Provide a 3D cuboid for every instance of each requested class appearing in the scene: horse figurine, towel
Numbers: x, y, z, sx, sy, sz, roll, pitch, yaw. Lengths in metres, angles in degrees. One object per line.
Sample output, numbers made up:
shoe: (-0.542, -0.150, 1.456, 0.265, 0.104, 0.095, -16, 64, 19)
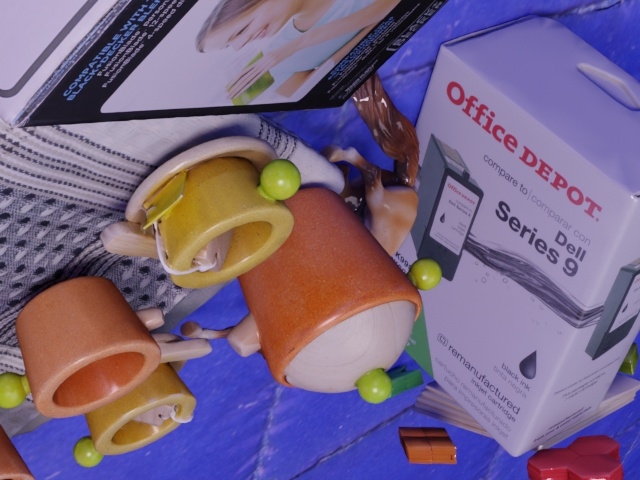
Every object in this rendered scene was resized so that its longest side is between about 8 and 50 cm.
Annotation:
horse figurine: (0.000, 0.000, 0.954, 0.263, 0.066, 0.174, -53, 145, 15)
towel: (-0.154, 0.021, 0.695, 0.312, 0.056, 0.324, -38, 158, 12)

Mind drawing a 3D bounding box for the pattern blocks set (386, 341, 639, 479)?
pattern blocks set: (0.194, 0.145, 1.179, 0.285, 0.324, 0.026, -24, 110, -42)

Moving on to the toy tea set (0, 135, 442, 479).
toy tea set: (-0.087, 0.089, 0.707, 0.336, 0.124, 0.200, -41, 155, 23)

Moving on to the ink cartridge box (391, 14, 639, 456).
ink cartridge box: (0.166, -0.004, 1.021, 0.121, 0.211, 0.289, -22, 142, -35)

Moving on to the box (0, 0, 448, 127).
box: (-0.065, -0.139, 0.503, 0.087, 0.169, 0.290, -43, 172, 20)
